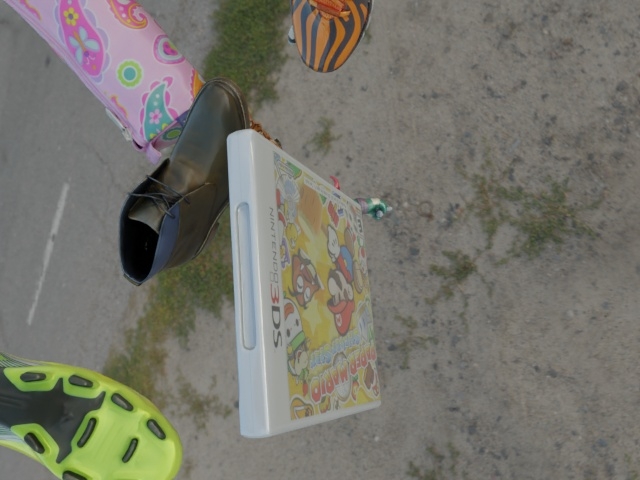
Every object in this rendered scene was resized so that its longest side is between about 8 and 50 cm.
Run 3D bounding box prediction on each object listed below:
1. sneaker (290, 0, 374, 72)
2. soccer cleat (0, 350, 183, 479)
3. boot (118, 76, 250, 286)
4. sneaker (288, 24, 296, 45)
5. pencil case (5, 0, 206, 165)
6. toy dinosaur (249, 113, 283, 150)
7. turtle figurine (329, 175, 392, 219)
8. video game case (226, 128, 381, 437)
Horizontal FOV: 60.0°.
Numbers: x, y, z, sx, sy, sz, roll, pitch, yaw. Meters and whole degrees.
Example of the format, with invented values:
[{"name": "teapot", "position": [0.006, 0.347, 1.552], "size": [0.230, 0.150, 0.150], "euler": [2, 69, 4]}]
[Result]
[{"name": "sneaker", "position": [0.011, -0.345, 0.690], "size": [0.180, 0.124, 0.321], "euler": [-70, -6, -51]}, {"name": "soccer cleat", "position": [-0.261, 0.152, 0.515], "size": [0.121, 0.289, 0.093], "euler": [111, 176, -78]}, {"name": "boot", "position": [-0.135, -0.050, 0.551], "size": [0.082, 0.106, 0.219], "euler": [27, 121, 7]}, {"name": "sneaker", "position": [-0.032, -0.354, 0.889], "size": [0.032, 0.037, 0.083], "euler": [23, 83, 17]}, {"name": "pencil case", "position": [-0.249, -0.228, 0.645], "size": [0.124, 0.124, 0.284], "euler": [-34, 102, 34]}, {"name": "toy dinosaur", "position": [-0.152, -0.152, 1.151], "size": [0.164, 0.322, 0.218], "euler": [0, 50, 44]}, {"name": "turtle figurine", "position": [0.000, 0.000, 0.777], "size": [0.118, 0.234, 0.175], "euler": [34, 115, 9]}, {"name": "video game case", "position": [-0.003, 0.042, 0.463], "size": [0.026, 0.227, 0.206], "euler": [-10, 75, 22]}]
